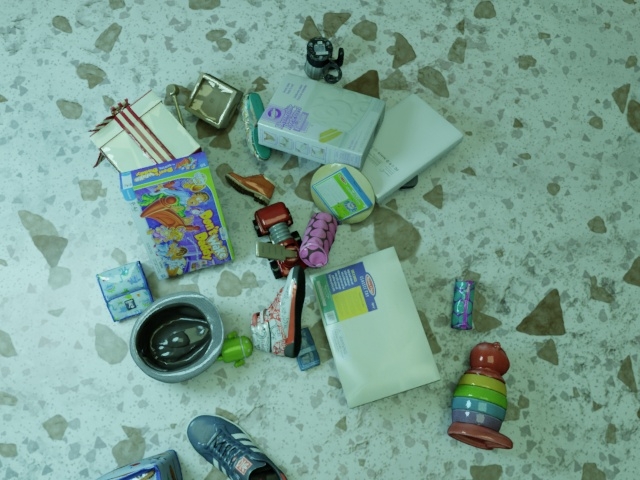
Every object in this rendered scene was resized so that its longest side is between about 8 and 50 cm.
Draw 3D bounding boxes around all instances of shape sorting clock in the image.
[{"bbox_3d":[0.067,-0.141,1.882,0.206,0.206,0.040,34,46,4],"label":"shape sorting clock"}]

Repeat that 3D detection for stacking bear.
[{"bbox_3d":[0.470,0.434,1.798,0.164,0.175,0.289,20,67,-7],"label":"stacking bear"}]

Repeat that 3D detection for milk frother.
[{"bbox_3d":[0.008,-0.547,1.986,0.129,0.135,0.143,12,77,-2],"label":"milk frother"}]

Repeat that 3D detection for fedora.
[{"bbox_3d":[-0.395,0.276,1.774,0.275,0.124,0.243,-29,79,-2],"label":"fedora"}]

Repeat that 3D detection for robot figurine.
[{"bbox_3d":[-0.248,0.315,1.807,0.115,0.067,0.101,-14,89,-8],"label":"robot figurine"}]

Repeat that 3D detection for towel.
[{"bbox_3d":[-0.047,0.319,1.841,0.067,0.029,0.119,-19,79,-9],"label":"towel"}]

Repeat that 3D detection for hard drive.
[{"bbox_3d":[0.236,-0.295,1.952,0.353,0.047,0.233,-36,65,-15],"label":"hard drive"}]

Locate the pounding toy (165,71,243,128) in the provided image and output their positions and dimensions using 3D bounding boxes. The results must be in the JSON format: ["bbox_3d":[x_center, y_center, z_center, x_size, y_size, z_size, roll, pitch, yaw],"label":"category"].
[{"bbox_3d":[-0.376,-0.430,1.951,0.206,0.094,0.181,30,104,3],"label":"pounding toy"}]

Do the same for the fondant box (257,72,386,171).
[{"bbox_3d":[0.005,-0.359,1.898,0.330,0.096,0.238,18,58,10],"label":"fondant box"}]

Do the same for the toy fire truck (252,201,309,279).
[{"bbox_3d":[-0.129,-0.006,1.796,0.159,0.246,0.217,-21,80,-9],"label":"toy fire truck"}]

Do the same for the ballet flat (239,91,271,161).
[{"bbox_3d":[-0.205,-0.348,1.958,0.091,0.077,0.240,4,70,-39],"label":"ballet flat"}]

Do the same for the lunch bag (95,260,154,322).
[{"bbox_3d":[-0.563,0.148,1.812,0.129,0.096,0.151,-19,94,-11],"label":"lunch bag"}]

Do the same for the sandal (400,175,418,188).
[{"bbox_3d":[0.183,-0.216,1.974,0.255,0.054,0.097,11,69,8],"label":"sandal"}]

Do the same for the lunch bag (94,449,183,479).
[{"bbox_3d":[-0.537,0.713,1.566,0.386,0.328,0.238,-19,78,-10],"label":"lunch bag"}]

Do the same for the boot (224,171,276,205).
[{"bbox_3d":[-0.214,-0.180,1.930,0.158,0.059,0.084,29,74,-6],"label":"boot"}]

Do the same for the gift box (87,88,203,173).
[{"bbox_3d":[-0.518,-0.259,1.822,0.276,0.255,0.258,-39,85,-15],"label":"gift box"}]

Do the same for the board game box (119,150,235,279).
[{"bbox_3d":[-0.391,-0.061,1.748,0.233,0.347,0.078,-16,44,-8],"label":"board game box"}]

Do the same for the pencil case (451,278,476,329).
[{"bbox_3d":[0.432,0.194,1.886,0.065,0.070,0.151,8,78,-3],"label":"pencil case"}]

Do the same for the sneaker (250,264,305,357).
[{"bbox_3d":[-0.126,0.198,1.790,0.145,0.090,0.270,7,99,18],"label":"sneaker"}]

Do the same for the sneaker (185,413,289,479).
[{"bbox_3d":[-0.221,0.598,1.704,0.350,0.148,0.131,35,77,4],"label":"sneaker"}]

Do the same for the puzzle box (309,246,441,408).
[{"bbox_3d":[0.153,0.246,1.802,0.272,0.052,0.408,-19,71,6],"label":"puzzle box"}]

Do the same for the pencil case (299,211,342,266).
[{"bbox_3d":[0.000,0.000,1.832,0.095,0.209,0.098,-12,116,20],"label":"pencil case"}]
